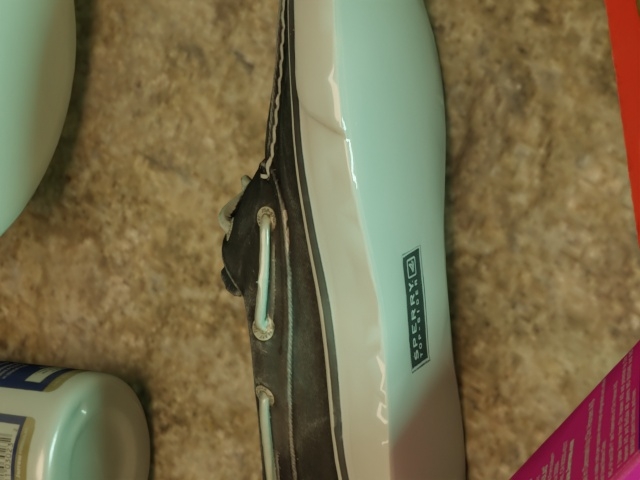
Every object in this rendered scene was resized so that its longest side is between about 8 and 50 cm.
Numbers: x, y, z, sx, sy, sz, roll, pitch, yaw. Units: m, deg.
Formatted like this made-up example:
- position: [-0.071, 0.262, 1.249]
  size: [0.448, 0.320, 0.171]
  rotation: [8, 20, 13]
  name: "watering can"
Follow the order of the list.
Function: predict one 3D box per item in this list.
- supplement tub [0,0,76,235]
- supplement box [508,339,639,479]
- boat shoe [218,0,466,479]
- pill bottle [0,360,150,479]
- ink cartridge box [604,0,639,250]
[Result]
- position: [-0.313, -0.112, 0.965]
  size: [0.324, 0.235, 0.235]
  rotation: [13, 101, 28]
  name: "supplement tub"
- position: [0.115, 0.161, 0.798]
  size: [0.111, 0.114, 0.220]
  rotation: [36, 115, -5]
  name: "supplement box"
- position: [0.000, 0.000, 0.876]
  size: [0.102, 0.108, 0.301]
  rotation: [-1, 101, 28]
  name: "boat shoe"
- position: [-0.183, 0.109, 0.992]
  size: [0.169, 0.094, 0.094]
  rotation: [4, 97, 30]
  name: "pill bottle"
- position: [0.204, -0.042, 0.747]
  size: [0.232, 0.066, 0.189]
  rotation: [-7, 91, 41]
  name: "ink cartridge box"
